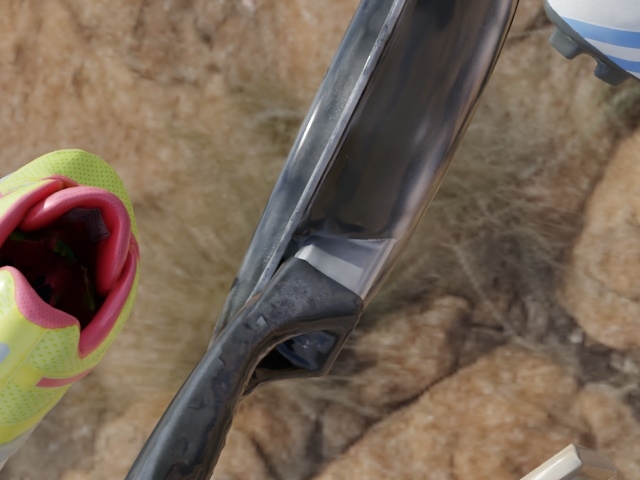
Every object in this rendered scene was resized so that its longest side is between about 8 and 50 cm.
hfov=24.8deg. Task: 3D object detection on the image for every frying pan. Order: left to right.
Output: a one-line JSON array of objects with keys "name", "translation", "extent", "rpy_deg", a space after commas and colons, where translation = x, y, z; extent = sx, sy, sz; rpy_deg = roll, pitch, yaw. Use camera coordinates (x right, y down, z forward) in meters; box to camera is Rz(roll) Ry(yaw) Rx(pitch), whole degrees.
[{"name": "frying pan", "translation": [0.013, -0.026, 0.412], "extent": [0.326, 0.053, 0.197], "rpy_deg": [-85, 21, -74]}]

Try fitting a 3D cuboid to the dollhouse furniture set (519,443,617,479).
[{"name": "dollhouse furniture set", "translation": [-0.101, 0.125, 0.608], "extent": [0.355, 0.303, 0.173], "rpy_deg": [-38, 62, 17]}]

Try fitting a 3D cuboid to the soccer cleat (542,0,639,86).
[{"name": "soccer cleat", "translation": [0.334, -0.148, 1.153], "extent": [0.143, 0.331, 0.116], "rpy_deg": [-50, 21, 35]}]

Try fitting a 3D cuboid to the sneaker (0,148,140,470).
[{"name": "sneaker", "translation": [-0.099, 0.010, 0.559], "extent": [0.094, 0.081, 0.208], "rpy_deg": [-46, 16, 23]}]
